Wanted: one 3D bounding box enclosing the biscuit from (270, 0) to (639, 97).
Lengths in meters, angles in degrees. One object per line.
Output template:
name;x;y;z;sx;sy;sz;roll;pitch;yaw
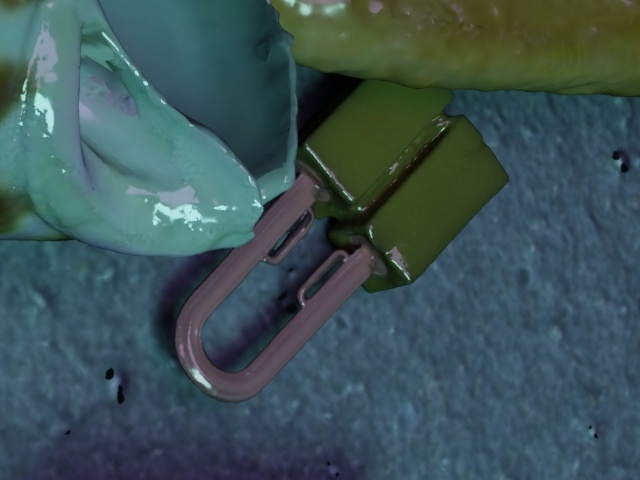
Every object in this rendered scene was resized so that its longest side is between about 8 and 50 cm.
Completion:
biscuit;0.041;-0.286;1.113;0.446;0.104;0.429;-1;73;-33

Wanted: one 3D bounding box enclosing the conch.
conch;-0.176;-0.136;0.894;0.249;0.197;0.368;-42;112;-42

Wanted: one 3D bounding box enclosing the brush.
brush;0.000;0.000;1.075;0.103;0.047;0.233;52;58;-13
